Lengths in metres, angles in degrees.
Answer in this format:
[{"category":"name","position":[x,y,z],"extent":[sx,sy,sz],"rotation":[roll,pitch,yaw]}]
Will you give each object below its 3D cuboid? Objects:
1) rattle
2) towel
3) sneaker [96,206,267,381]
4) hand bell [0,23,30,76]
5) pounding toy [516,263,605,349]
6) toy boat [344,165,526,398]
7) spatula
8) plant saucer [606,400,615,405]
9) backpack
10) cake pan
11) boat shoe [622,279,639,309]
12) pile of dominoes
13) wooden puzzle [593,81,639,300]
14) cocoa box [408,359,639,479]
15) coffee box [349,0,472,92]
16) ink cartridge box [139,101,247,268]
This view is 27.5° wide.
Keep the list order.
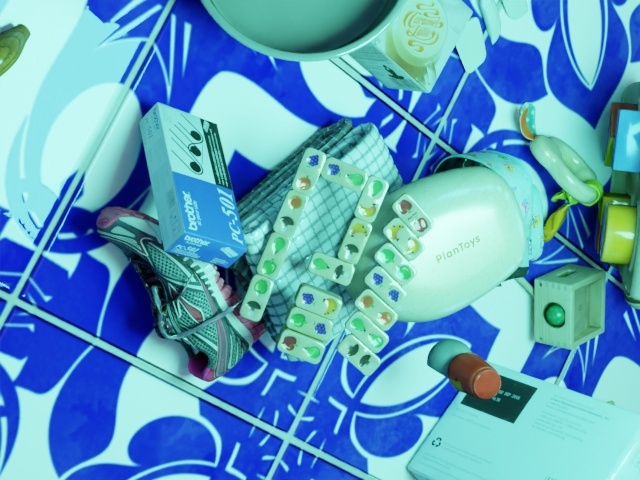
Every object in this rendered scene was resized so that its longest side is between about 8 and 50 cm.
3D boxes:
[{"category":"rattle","position":[0.347,-0.112,2.111],"extent":[0.199,0.142,0.130],"rotation":[34,46,-23]},{"category":"towel","position":[0.000,0.000,1.808],"extent":[0.283,0.121,0.235],"rotation":[-41,124,-26]},{"category":"sneaker","position":[-0.184,0.068,1.674],"extent":[0.112,0.121,0.299],"rotation":[-51,126,-15]},{"category":"hand bell","position":[-0.410,-0.164,1.475],"extent":[0.242,0.126,0.126],"rotation":[-55,128,-32]},{"category":"pounding toy","position":[0.392,0.100,2.164],"extent":[0.141,0.100,0.130],"rotation":[-18,112,-46]},{"category":"toy boat","position":[0.163,0.066,1.791],"extent":[0.267,0.148,0.318],"rotation":[-21,107,-15]},{"category":"spatula","position":[0.234,-0.385,1.944],"extent":[0.168,0.019,0.242],"rotation":[-44,135,-19]},{"category":"plant saucer","position":[0.469,0.401,2.311],"extent":[0.188,0.045,0.188],"rotation":[-40,122,-25]},{"category":"backpack","position":[0.247,-0.043,1.958],"extent":[0.144,0.166,0.188],"rotation":[-19,114,-35]},{"category":"cake pan","position":[-0.024,-0.364,1.657],"extent":[0.293,0.054,0.293],"rotation":[1,84,-6]},{"category":"boat shoe","position":[0.580,-0.051,2.258],"extent":[0.123,0.123,0.342],"rotation":[32,76,-31]},{"category":"pile of dominoes","position":[0.025,0.033,1.657],"extent":[0.196,0.040,0.251],"rotation":[22,95,-6]},{"category":"wooden puzzle","position":[0.488,-0.091,2.080],"extent":[0.080,0.348,0.322],"rotation":[6,99,3]},{"category":"cocoa box","position":[0.360,0.374,2.024],"extent":[0.231,0.347,0.228],"rotation":[-52,127,-17]},{"category":"coffee box","position":[0.078,-0.329,1.803],"extent":[0.246,0.098,0.141],"rotation":[36,78,-38]},{"category":"ink cartridge box","position":[-0.159,-0.070,1.624],"extent":[0.097,0.046,0.207],"rotation":[17,45,-39]}]
